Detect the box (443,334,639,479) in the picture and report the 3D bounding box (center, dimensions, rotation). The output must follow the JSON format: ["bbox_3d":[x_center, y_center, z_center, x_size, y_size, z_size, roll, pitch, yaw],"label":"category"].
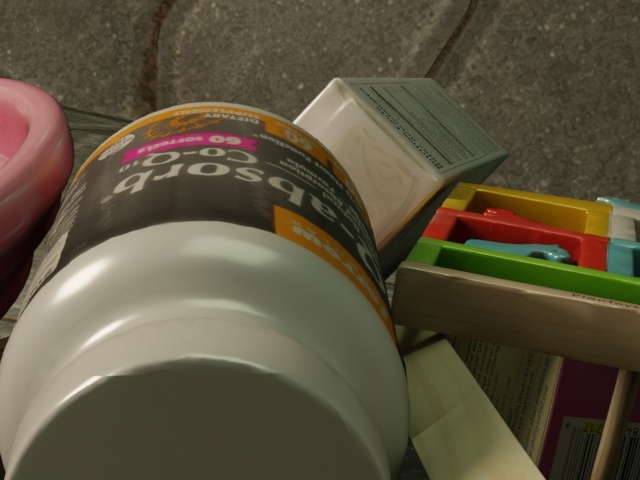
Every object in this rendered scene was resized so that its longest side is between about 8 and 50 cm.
[{"bbox_3d":[0.191,0.105,1.042,0.213,0.117,0.243,8,11,-22],"label":"box"}]

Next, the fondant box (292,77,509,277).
[{"bbox_3d":[0.000,0.000,1.034,0.096,0.238,0.330,46,14,7],"label":"fondant box"}]

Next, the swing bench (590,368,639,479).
[{"bbox_3d":[0.291,0.147,0.767,0.253,0.165,0.255,11,10,-10],"label":"swing bench"}]

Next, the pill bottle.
[{"bbox_3d":[-0.047,0.051,0.612,0.162,0.162,0.278,11,19,-7],"label":"pill bottle"}]

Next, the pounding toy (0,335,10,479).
[{"bbox_3d":[-0.127,0.080,0.829,0.130,0.100,0.141,15,10,14],"label":"pounding toy"}]

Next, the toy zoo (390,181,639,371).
[{"bbox_3d":[0.154,0.014,0.795,0.192,0.030,0.293,11,13,9],"label":"toy zoo"}]

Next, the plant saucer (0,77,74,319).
[{"bbox_3d":[-0.280,0.014,0.752,0.332,0.084,0.332,-11,24,5],"label":"plant saucer"}]

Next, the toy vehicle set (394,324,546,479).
[{"bbox_3d":[0.087,0.134,0.628,0.035,0.166,0.267,-29,11,0],"label":"toy vehicle set"}]
